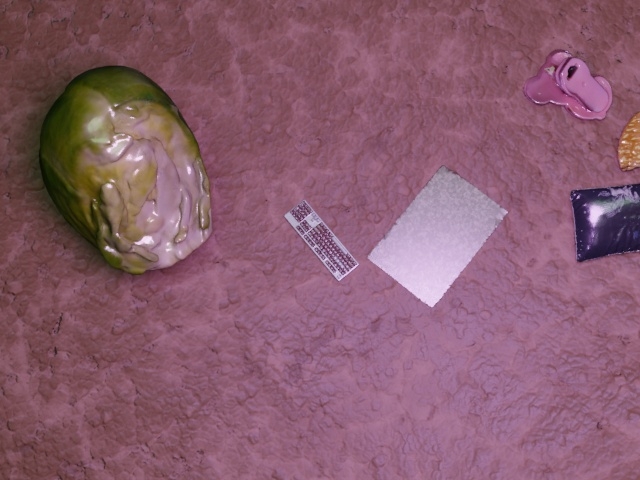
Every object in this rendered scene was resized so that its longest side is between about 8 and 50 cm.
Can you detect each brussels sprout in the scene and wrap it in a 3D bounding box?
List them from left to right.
[{"bbox_3d":[-0.348,-0.131,1.639,0.276,0.315,0.371,-33,115,-26],"label":"brussels sprout"}]

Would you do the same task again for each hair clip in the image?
[{"bbox_3d":[0.477,-0.289,1.717,0.138,0.102,0.123,34,86,-23],"label":"hair clip"}]

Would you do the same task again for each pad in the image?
[{"bbox_3d":[0.220,-0.011,1.704,0.158,0.003,0.235,38,86,10],"label":"pad"}]

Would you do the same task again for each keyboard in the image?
[{"bbox_3d":[0.000,0.000,1.716,0.055,0.017,0.166,-40,79,-2],"label":"keyboard"}]

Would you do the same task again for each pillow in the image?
[{"bbox_3d":[0.565,-0.041,1.650,0.208,0.055,0.141,-6,86,5],"label":"pillow"}]

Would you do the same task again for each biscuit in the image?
[{"bbox_3d":[0.661,-0.194,1.680,0.224,0.033,0.144,-5,78,4],"label":"biscuit"}]
